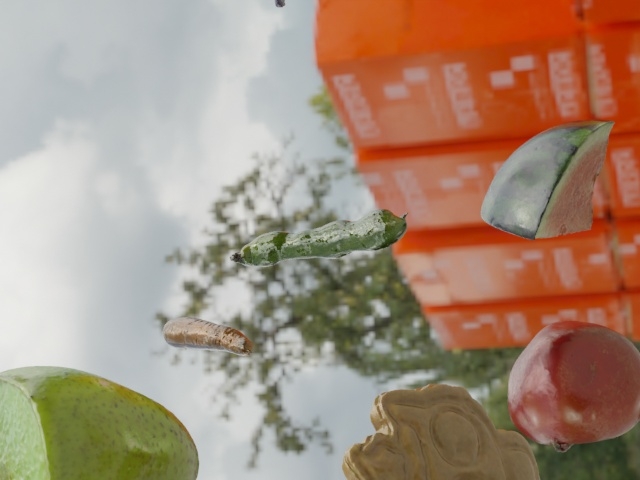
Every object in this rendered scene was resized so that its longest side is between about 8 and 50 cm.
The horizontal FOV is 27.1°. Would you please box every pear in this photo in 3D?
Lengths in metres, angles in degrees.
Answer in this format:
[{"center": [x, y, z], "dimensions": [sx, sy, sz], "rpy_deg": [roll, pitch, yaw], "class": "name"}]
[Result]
[{"center": [-0.320, 0.357, 1.969], "dimensions": [0.318, 0.238, 0.342], "rpy_deg": [0, -88, -41], "class": "pear"}]

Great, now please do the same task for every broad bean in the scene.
[{"center": [0.001, 0.000, 1.712], "dimensions": [0.053, 0.256, 0.052], "rpy_deg": [3, -101, -62], "class": "broad bean"}]

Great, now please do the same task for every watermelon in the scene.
[{"center": [0.278, -0.084, 1.615], "dimensions": [0.193, 0.137, 0.145], "rpy_deg": [-110, 29, -72], "class": "watermelon"}]

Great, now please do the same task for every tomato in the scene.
[{"center": [0.312, 0.178, 1.662], "dimensions": [0.187, 0.187, 0.151], "rpy_deg": [-48, -56, -70], "class": "tomato"}]

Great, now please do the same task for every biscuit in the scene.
[{"center": [0.187, 0.334, 1.931], "dimensions": [0.376, 0.051, 0.269], "rpy_deg": [10, -120, -37], "class": "biscuit"}]

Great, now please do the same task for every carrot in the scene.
[{"center": [-0.187, 0.164, 2.242], "dimensions": [0.059, 0.248, 0.059], "rpy_deg": [-3, -86, -40], "class": "carrot"}]

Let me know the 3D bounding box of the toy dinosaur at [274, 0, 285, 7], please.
[{"center": [-0.062, -0.369, 1.730], "dimensions": [0.197, 0.045, 0.080], "rpy_deg": [72, -150, -66], "class": "toy dinosaur"}]
